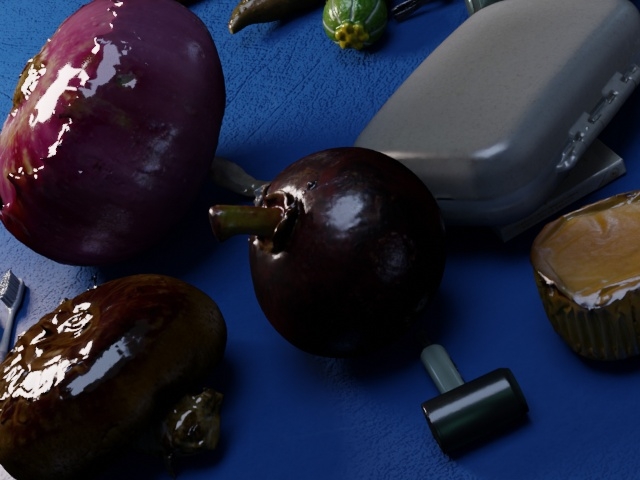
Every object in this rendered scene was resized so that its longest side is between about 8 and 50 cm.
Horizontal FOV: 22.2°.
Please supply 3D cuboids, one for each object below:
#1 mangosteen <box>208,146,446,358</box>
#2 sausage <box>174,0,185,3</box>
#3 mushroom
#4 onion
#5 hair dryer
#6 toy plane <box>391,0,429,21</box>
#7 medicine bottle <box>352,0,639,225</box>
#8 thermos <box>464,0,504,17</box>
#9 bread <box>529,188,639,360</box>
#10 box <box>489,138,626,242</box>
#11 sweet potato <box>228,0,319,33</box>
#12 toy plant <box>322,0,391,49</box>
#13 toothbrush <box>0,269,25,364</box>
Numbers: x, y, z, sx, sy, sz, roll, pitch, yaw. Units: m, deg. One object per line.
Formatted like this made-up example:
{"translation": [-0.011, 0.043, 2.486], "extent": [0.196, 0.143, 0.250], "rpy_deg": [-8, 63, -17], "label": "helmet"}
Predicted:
{"translation": [0.000, 0.000, 1.750], "extent": [0.235, 0.261, 0.235], "rpy_deg": [-30, 51, 46], "label": "mangosteen"}
{"translation": [-0.192, -0.404, 2.496], "extent": [0.302, 0.076, 0.103], "rpy_deg": [-24, 45, 2], "label": "sausage"}
{"translation": [-0.233, 0.151, 1.786], "extent": [0.278, 0.163, 0.297], "rpy_deg": [13, 49, 39], "label": "mushroom"}
{"translation": [-0.250, -0.119, 2.035], "extent": [0.358, 0.345, 0.358], "rpy_deg": [-30, 24, 15], "label": "onion"}
{"translation": [0.137, 0.138, 1.702], "extent": [0.100, 0.057, 0.197], "rpy_deg": [-25, 32, -4], "label": "hair dryer"}
{"translation": [0.182, -0.376, 2.276], "extent": [0.197, 0.053, 0.078], "rpy_deg": [-25, 41, 10], "label": "toy plane"}
{"translation": [0.215, -0.160, 1.922], "extent": [0.282, 0.123, 0.375], "rpy_deg": [2, 39, 41], "label": "medicine bottle"}
{"translation": [0.319, -0.383, 2.131], "extent": [0.286, 0.145, 0.182], "rpy_deg": [-18, 71, 2], "label": "thermos"}
{"translation": [0.320, 0.039, 1.676], "extent": [0.199, 0.104, 0.199], "rpy_deg": [-14, 34, 10], "label": "bread"}
{"translation": [0.260, -0.066, 1.893], "extent": [0.167, 0.024, 0.090], "rpy_deg": [-29, 37, -7], "label": "box"}
{"translation": [-0.020, -0.372, 2.380], "extent": [0.274, 0.067, 0.067], "rpy_deg": [-29, 37, -15], "label": "sweet potato"}
{"translation": [0.051, -0.325, 2.259], "extent": [0.093, 0.093, 0.162], "rpy_deg": [-9, 40, 19], "label": "toy plant"}
{"translation": [-0.396, 0.160, 1.969], "extent": [0.024, 0.029, 0.354], "rpy_deg": [-25, 36, 21], "label": "toothbrush"}
